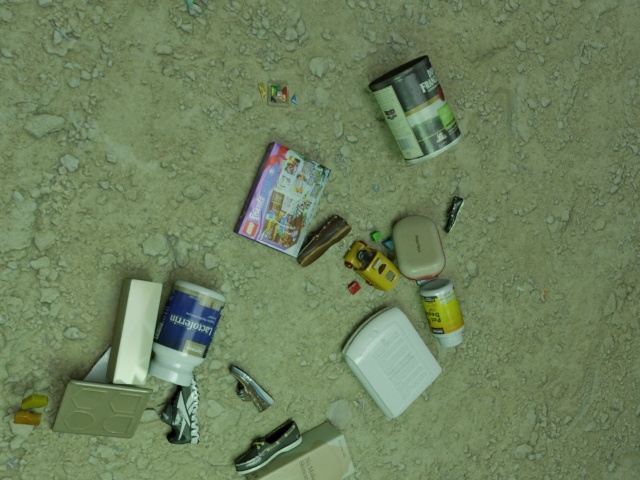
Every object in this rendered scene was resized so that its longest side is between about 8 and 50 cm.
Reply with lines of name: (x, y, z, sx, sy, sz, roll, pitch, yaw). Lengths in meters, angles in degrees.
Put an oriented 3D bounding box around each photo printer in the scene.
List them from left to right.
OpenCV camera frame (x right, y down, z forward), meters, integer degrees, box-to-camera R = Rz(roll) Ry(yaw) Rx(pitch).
photo printer: (0.227, 0.387, 1.968, 0.256, 0.107, 0.307, -41, 108, -16)

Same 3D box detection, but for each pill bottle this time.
pill bottle: (-0.371, 0.253, 1.649, 0.153, 0.153, 0.265, 23, 79, -24)
pill bottle: (0.417, 0.248, 2.038, 0.117, 0.117, 0.215, -23, 103, -21)

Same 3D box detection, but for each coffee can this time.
coffee can: (0.300, -0.409, 1.887, 0.201, 0.201, 0.275, -34, 108, -18)

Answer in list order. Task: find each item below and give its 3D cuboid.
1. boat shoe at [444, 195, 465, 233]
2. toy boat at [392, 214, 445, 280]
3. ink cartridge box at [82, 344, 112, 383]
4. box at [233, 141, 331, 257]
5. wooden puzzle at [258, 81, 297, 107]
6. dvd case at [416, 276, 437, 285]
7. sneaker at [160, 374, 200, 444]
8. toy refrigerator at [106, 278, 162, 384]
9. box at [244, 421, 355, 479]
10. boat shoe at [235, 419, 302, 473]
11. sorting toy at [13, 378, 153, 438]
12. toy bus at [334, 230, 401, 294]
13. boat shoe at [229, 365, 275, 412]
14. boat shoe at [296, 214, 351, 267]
boat shoe: (0.455, -0.088, 2.071, 0.042, 0.049, 0.133, 21, 92, 3)
toy boat: (0.317, 0.035, 1.957, 0.151, 0.151, 0.231, -10, 61, 4)
ink cartridge box: (-0.586, 0.349, 1.638, 0.063, 0.029, 0.115, 44, 77, -21)
box: (-0.112, -0.121, 1.800, 0.201, 0.057, 0.293, 24, 84, -25)
wooden puzzle: (-0.125, -0.436, 1.793, 0.116, 0.014, 0.078, -9, 98, -24)
dvd case: (0.351, 0.085, 2.052, 0.087, 0.013, 0.119, -22, 104, -21)
sneaker: (-0.401, 0.475, 1.706, 0.106, 0.078, 0.234, -4, 98, -27)
toy refrigerator: (-0.496, 0.242, 1.611, 0.094, 0.102, 0.269, 11, 82, -29)
box: (-0.066, 0.705, 1.852, 0.311, 0.121, 0.148, -23, 102, -21)
boat shoe: (-0.165, 0.627, 1.828, 0.227, 0.081, 0.069, -23, 100, -28)
sorting toy: (-0.618, 0.432, 1.568, 0.307, 0.041, 0.229, 14, 124, -25)
toy bus: (0.163, 0.074, 1.915, 0.202, 0.104, 0.191, -11, 98, -24)
boat shoe: (-0.215, 0.449, 1.795, 0.066, 0.066, 0.183, -47, 110, -13)
boat shoe: (0.000, 0.000, 1.861, 0.207, 0.073, 0.073, -38, 71, -21)
